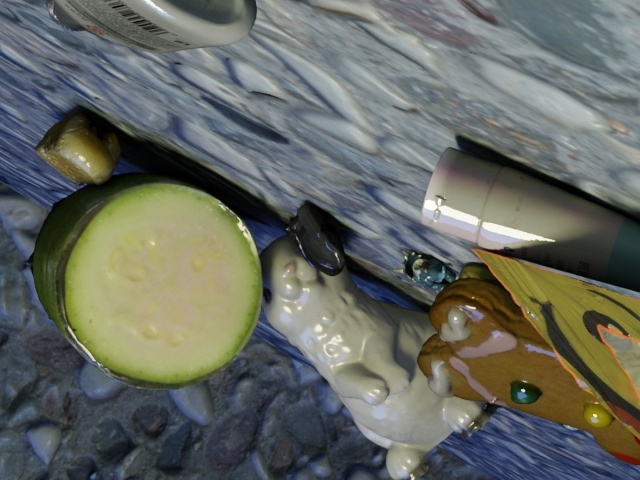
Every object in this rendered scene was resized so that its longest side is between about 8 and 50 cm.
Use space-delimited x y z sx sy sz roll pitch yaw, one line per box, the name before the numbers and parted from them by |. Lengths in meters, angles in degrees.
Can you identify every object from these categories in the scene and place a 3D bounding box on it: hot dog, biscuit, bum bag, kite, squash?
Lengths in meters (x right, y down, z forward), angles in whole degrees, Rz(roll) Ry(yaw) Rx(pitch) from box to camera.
hot dog | -0.305 -0.120 2.446 0.084 0.073 0.242 34 172 -13
biscuit | 0.305 0.165 1.937 0.432 0.064 0.283 20 155 8
bum bag | 0.000 0.000 2.272 0.087 0.049 0.198 52 173 3
kite | 0.270 0.109 1.508 0.377 0.013 0.327 36 164 13
squash | -0.234 0.040 2.477 0.263 0.263 0.384 30 177 -13

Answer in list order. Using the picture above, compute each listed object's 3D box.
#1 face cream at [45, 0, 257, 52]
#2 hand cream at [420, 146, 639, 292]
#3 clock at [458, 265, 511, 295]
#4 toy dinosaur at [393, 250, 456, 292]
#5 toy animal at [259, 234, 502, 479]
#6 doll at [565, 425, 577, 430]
face cream | -0.152 -0.195 1.498 0.144 0.071 0.291 32 170 -19
hand cream | 0.237 0.004 1.526 0.312 0.070 0.111 19 168 10
clock | 0.244 0.102 2.050 0.237 0.057 0.237 29 172 4
toy dinosaur | 0.117 0.034 2.134 0.047 0.030 0.083 32 171 -37
toy animal | 0.058 0.126 2.468 0.357 0.194 0.258 44 -163 -6
doll | 0.347 0.179 2.138 0.179 0.075 0.120 7 -155 1
